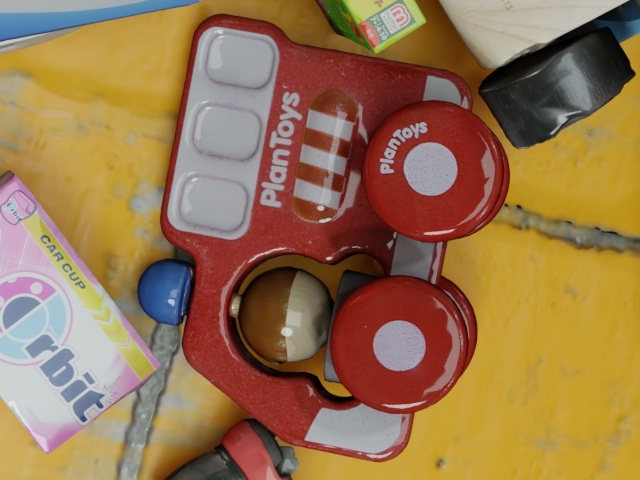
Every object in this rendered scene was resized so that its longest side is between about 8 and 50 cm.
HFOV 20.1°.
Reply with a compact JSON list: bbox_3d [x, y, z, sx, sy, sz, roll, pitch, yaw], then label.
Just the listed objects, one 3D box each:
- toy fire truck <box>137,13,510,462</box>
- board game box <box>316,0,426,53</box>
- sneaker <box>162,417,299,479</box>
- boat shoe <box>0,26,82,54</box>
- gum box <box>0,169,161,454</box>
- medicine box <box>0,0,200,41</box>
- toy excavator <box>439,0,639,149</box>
[{"bbox_3d":[0.000,0.000,1.342,0.254,0.169,0.302,12,93,8],"label":"toy fire truck"},{"bbox_3d":[0.019,-0.191,1.295,0.043,0.181,0.092,-32,104,-1],"label":"board game box"},{"bbox_3d":[-0.050,0.280,1.375,0.135,0.097,0.276,-22,100,-13],"label":"sneaker"},{"bbox_3d":[-0.260,-0.161,1.285,0.184,0.066,0.063,-16,90,-13],"label":"boat shoe"},{"bbox_3d":[-0.212,0.056,1.321,0.107,0.062,0.188,-38,104,-9],"label":"gum box"},{"bbox_3d":[-0.213,-0.277,1.160,0.263,0.149,0.289,-13,144,-15],"label":"medicine box"},{"bbox_3d":[0.306,-0.312,1.349,0.222,0.433,0.445,57,36,-10],"label":"toy excavator"}]
